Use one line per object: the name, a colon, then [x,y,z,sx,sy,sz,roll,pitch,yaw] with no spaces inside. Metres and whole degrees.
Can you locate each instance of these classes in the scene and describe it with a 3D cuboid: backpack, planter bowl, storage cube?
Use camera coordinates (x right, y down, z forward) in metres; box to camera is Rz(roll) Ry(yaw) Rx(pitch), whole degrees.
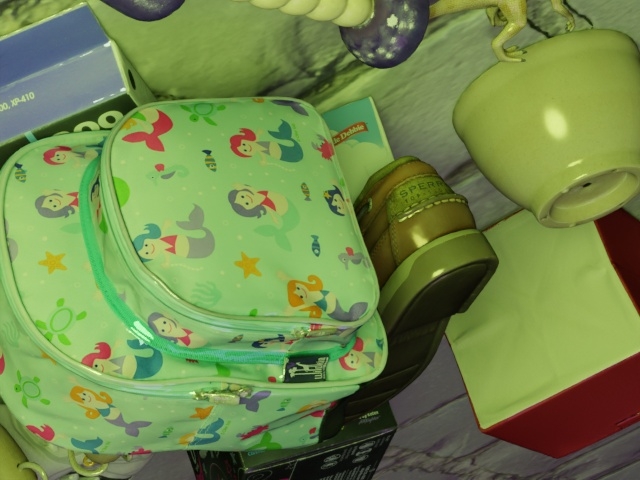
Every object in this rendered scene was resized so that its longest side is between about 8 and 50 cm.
backpack: [-0.094,0.023,1.149,0.253,0.225,0.191,-4,147,-20]
planter bowl: [0.200,-0.078,1.411,0.162,0.109,0.162,-17,157,-7]
storage cube: [0.235,0.082,1.688,0.215,0.184,0.193,-29,154,19]

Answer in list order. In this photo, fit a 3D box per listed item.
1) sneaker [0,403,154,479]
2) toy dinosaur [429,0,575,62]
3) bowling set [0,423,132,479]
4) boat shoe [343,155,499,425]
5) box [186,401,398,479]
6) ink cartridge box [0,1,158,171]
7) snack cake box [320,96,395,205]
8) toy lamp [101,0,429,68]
sneaker: [-0.242,0.180,1.639,0.118,0.110,0.292,-37,160,18]
toy dinosaur: [0.133,-0.176,1.242,0.183,0.053,0.092,-23,142,-12]
bowling set: [-0.163,0.097,1.408,0.200,0.154,0.287,-25,149,-46]
boat shoe: [0.032,0.050,1.347,0.110,0.104,0.307,-12,154,-37]
box: [-0.036,0.188,1.755,0.163,0.142,0.247,-15,157,-16]
ink cartridge box: [-0.213,-0.061,1.202,0.206,0.045,0.208,-22,154,4]
snack cake box: [0.000,0.000,1.445,0.152,0.089,0.264,-19,156,1]
toy lamp: [-0.047,-0.159,1.083,0.080,0.080,0.274,-36,152,32]
